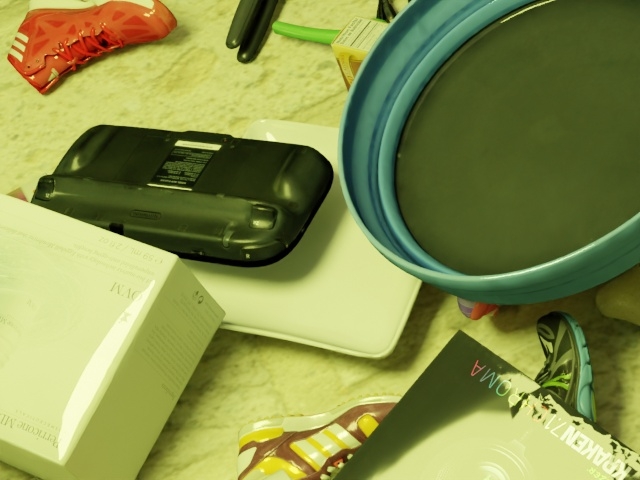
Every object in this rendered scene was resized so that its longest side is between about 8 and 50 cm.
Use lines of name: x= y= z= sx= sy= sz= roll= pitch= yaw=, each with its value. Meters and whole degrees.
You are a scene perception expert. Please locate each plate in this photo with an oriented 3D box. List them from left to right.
plate: x=0.000 y=0.000 z=1.781 sx=0.277 sy=0.045 sz=0.278 roll=9 pitch=53 yaw=27

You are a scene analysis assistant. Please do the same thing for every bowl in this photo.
bowl: x=0.202 y=-0.117 z=1.627 sx=0.391 sy=0.077 sz=0.391 roll=-17 pitch=52 yaw=23

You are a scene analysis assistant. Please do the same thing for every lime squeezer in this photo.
lime squeezer: x=0.086 y=-0.243 z=1.937 sx=0.310 sy=0.059 sz=0.110 roll=-11 pitch=55 yaw=16

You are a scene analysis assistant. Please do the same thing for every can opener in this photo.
can opener: x=-0.065 y=-0.288 z=2.056 sx=0.073 sy=0.059 sz=0.186 roll=-4 pitch=47 yaw=44

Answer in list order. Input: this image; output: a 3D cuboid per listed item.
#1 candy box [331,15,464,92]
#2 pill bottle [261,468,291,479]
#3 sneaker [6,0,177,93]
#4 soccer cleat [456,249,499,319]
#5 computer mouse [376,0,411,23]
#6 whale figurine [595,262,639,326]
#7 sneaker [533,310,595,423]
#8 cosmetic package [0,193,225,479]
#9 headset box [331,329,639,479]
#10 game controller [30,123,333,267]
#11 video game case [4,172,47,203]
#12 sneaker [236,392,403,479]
candy box: x=0.110 y=-0.163 z=1.844 sx=0.186 sy=0.109 sz=0.053 roll=19 pitch=58 yaw=34
pill bottle: x=-0.102 y=0.288 z=1.506 sx=0.216 sy=0.121 sz=0.121 roll=-29 pitch=46 yaw=-7
sneaker: x=-0.276 y=-0.224 z=2.078 sx=0.221 sy=0.087 sz=0.128 roll=2 pitch=58 yaw=38
soccer cleat: x=0.167 y=-0.025 z=1.704 sx=0.095 sy=0.083 sz=0.248 roll=25 pitch=54 yaw=6
computer mouse: x=0.054 y=-0.316 z=2.051 sx=0.071 sy=0.041 sz=0.242 roll=-26 pitch=46 yaw=-5
whale figurine: x=0.368 y=-0.023 z=1.627 sx=0.216 sy=0.141 sz=0.272 roll=29 pitch=88 yaw=32
sneaker: x=0.204 y=0.139 z=1.563 sx=0.078 sy=0.067 sz=0.188 roll=-4 pitch=51 yaw=9
cosmetic package: x=-0.252 y=0.104 z=1.679 sx=0.224 sy=0.138 sz=0.225 roll=18 pitch=71 yaw=27
headset box: x=0.124 y=0.260 z=1.409 sx=0.283 sy=0.131 sz=0.246 roll=-49 pitch=50 yaw=-6
game controller: x=-0.147 y=-0.051 z=1.822 sx=0.319 sy=0.067 sz=0.166 roll=8 pitch=39 yaw=27
video game case: x=-0.351 y=0.052 z=1.868 sx=0.232 sy=0.042 sz=0.210 roll=-30 pitch=46 yaw=-7
sneaker: x=0.014 y=0.196 z=1.590 sx=0.185 sy=0.069 sz=0.084 roll=-14 pitch=54 yaw=16
